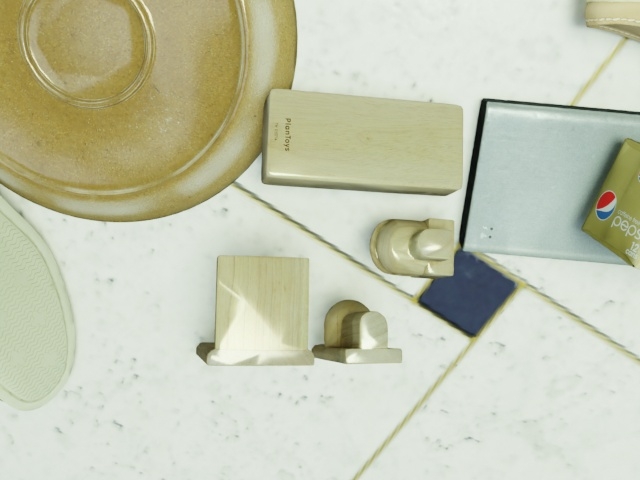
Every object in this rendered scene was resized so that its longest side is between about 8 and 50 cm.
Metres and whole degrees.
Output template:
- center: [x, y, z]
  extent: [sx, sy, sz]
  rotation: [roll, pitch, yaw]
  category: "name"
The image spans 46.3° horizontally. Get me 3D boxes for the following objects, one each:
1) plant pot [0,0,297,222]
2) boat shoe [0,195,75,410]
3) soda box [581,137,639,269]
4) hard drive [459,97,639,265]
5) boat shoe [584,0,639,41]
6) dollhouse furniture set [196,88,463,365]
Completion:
- center: [-0.131, -0.117, 0.432]
  extent: [0.236, 0.032, 0.237]
  rotation: [0, 112, 1]
  category: "plant pot"
- center: [-0.233, 0.007, 0.472]
  extent: [0.079, 0.084, 0.233]
  rotation: [2, 126, 42]
  category: "boat shoe"
- center: [0.249, -0.001, 0.431]
  extent: [0.181, 0.058, 0.061]
  rotation: [14, 108, -17]
  category: "soda box"
- center: [0.160, -0.034, 0.459]
  extent: [0.135, 0.022, 0.094]
  rotation: [5, 111, 0]
  category: "hard drive"
- center: [0.223, -0.100, 0.410]
  extent: [0.169, 0.063, 0.059]
  rotation: [12, 105, -4]
  category: "boat shoe"
- center: [0.000, 0.000, 0.470]
  extent: [0.144, 0.123, 0.151]
  rotation: [3, 83, -12]
  category: "dollhouse furniture set"
